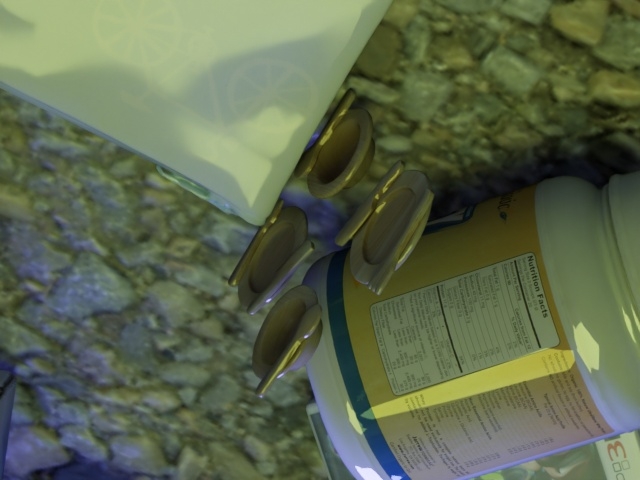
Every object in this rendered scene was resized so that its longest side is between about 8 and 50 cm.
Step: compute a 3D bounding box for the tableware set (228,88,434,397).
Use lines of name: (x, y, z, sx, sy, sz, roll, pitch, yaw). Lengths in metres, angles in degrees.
tableware set: (0.000, 0.000, 1.050, 0.020, 0.168, 0.141, 28, 107, -26)

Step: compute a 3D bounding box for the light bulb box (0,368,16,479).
light bulb box: (-0.328, 0.267, 1.084, 0.225, 0.358, 0.361, 10, 104, 0)

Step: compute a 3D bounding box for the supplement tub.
supplement tub: (0.103, 0.049, 1.077, 0.200, 0.144, 0.144, -19, 119, 17)

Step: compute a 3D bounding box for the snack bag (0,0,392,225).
snack bag: (-0.097, -0.198, 0.992, 0.323, 0.037, 0.342, 26, 118, -11)

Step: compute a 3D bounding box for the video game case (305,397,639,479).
video game case: (0.105, 0.153, 1.178, 0.190, 0.022, 0.173, -17, 95, 16)
